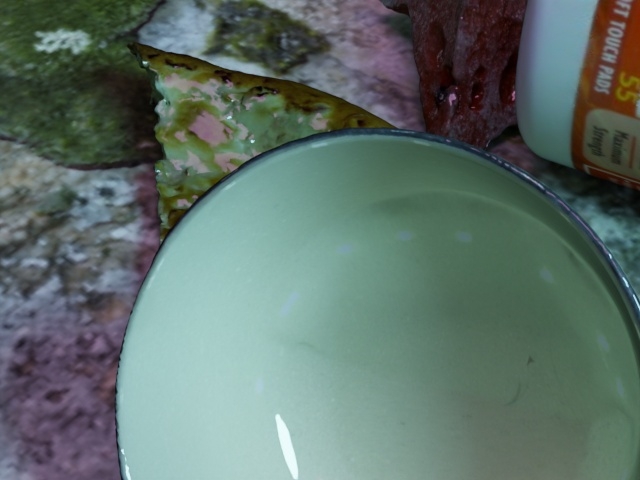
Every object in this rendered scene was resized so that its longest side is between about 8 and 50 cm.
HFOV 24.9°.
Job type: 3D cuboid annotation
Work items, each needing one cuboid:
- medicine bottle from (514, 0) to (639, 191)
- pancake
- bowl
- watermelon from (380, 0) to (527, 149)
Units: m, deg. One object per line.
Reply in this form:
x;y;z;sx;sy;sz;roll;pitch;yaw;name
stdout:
0.256;-0.131;0.778;0.241;0.252;0.252;20;48;17;medicine bottle
0.001;-0.004;0.787;0.197;0.054;0.376;-33;54;-28;pancake
0.043;0.071;0.621;0.238;0.237;0.126;26;12;22;bowl
0.111;-0.134;0.884;0.098;0.121;0.158;12;46;-21;watermelon
